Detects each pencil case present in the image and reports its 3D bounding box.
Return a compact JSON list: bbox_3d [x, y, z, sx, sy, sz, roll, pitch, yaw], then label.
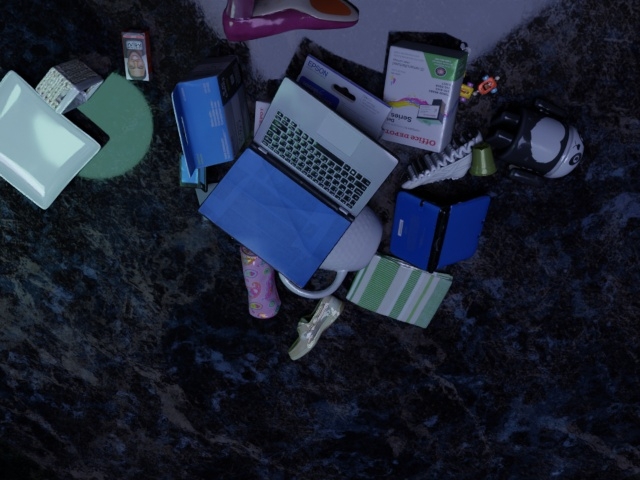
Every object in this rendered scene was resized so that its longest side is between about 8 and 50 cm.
[{"bbox_3d":[-0.209,0.135,2.178,0.124,0.124,0.284,-1,119,5],"label":"pencil case"}]

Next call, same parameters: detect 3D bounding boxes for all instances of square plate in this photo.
[{"bbox_3d":[-0.944,-0.321,2.014,0.344,0.049,0.347,-39,110,23],"label":"square plate"}]

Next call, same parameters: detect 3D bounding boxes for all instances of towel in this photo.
[{"bbox_3d":[0.279,0.174,2.210,0.325,0.038,0.248,18,121,-8],"label":"towel"}]

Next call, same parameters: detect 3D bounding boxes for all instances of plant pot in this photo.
[{"bbox_3d":[0.485,-0.247,1.845,0.083,0.083,0.079,-8,119,9],"label":"plant pot"}]

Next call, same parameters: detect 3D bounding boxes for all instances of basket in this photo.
[{"bbox_3d":[-0.752,-0.466,1.850,0.113,0.167,0.103,-39,105,23],"label":"basket"}]

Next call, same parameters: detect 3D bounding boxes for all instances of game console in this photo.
[{"bbox_3d":[-0.412,-0.223,2.004,0.071,0.107,0.122,-5,109,-24],"label":"game console"},{"bbox_3d":[0.387,-0.051,2.039,0.250,0.173,0.293,28,140,23],"label":"game console"}]

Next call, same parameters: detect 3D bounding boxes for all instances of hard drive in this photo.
[{"bbox_3d":[-0.364,-0.136,2.089,0.094,0.022,0.135,-5,119,8],"label":"hard drive"}]

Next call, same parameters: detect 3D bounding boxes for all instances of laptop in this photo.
[{"bbox_3d":[-0.068,-0.152,1.699,0.382,0.236,0.408,36,135,0],"label":"laptop"}]

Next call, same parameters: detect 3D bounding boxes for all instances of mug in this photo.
[{"bbox_3d":[0.000,0.000,1.957,0.328,0.276,0.374,23,77,-12],"label":"mug"}]

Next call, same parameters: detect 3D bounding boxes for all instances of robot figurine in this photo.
[{"bbox_3d":[0.638,-0.292,1.830,0.278,0.173,0.209,20,125,-6],"label":"robot figurine"}]

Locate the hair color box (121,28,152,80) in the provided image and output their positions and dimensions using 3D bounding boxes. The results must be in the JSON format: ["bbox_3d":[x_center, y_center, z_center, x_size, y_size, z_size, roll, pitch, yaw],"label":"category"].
[{"bbox_3d":[-0.548,-0.556,1.850,0.072,0.043,0.141,3,121,2],"label":"hair color box"}]

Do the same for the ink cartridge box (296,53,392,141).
[{"bbox_3d":[0.031,-0.348,1.855,0.304,0.072,0.307,36,118,11],"label":"ink cartridge box"}]

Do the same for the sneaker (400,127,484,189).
[{"bbox_3d":[0.388,-0.228,1.934,0.292,0.110,0.118,-29,123,20],"label":"sneaker"}]

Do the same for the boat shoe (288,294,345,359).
[{"bbox_3d":[-0.036,0.315,2.278,0.098,0.109,0.302,36,111,-9],"label":"boat shoe"}]

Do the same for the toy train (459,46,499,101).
[{"bbox_3d":[0.438,-0.484,1.814,0.125,0.046,0.166,-39,111,17],"label":"toy train"}]

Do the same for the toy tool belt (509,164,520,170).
[{"bbox_3d":[0.639,-0.221,1.951,0.083,0.052,0.051,-6,150,12],"label":"toy tool belt"}]

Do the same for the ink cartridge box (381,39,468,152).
[{"bbox_3d":[0.292,-0.416,1.788,0.201,0.117,0.278,17,122,19],"label":"ink cartridge box"}]

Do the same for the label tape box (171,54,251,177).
[{"bbox_3d":[-0.303,-0.362,1.765,0.115,0.347,0.249,-3,120,8],"label":"label tape box"}]

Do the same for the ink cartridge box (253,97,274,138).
[{"bbox_3d":[-0.084,-0.324,1.827,0.219,0.092,0.160,15,114,20],"label":"ink cartridge box"}]

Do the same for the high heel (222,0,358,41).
[{"bbox_3d":[-0.088,-0.625,1.763,0.377,0.127,0.181,11,149,-6],"label":"high heel"}]
